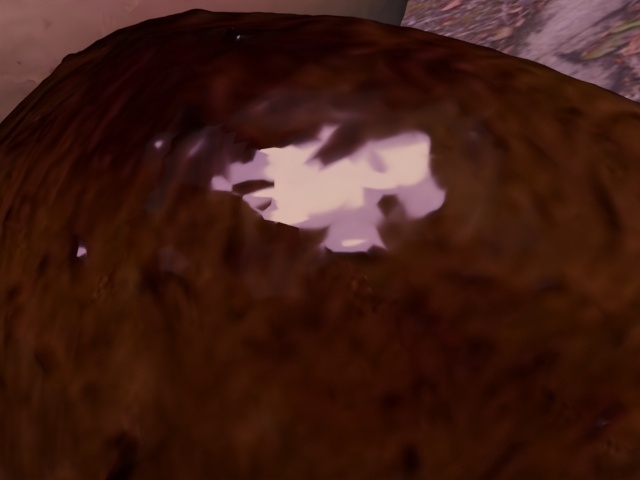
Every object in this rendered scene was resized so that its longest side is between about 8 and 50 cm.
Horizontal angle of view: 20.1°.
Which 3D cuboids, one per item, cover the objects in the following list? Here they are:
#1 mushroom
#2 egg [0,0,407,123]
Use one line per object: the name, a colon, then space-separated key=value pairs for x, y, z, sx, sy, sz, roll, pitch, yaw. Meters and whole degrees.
mushroom: x=0.072 y=0.043 z=0.551 sx=0.356 sy=0.334 sz=0.331 roll=-40 pitch=25 yaw=-9
egg: x=-0.113 y=-0.176 z=1.127 sx=0.340 sy=0.354 sz=0.354 roll=0 pitch=31 yaw=16
